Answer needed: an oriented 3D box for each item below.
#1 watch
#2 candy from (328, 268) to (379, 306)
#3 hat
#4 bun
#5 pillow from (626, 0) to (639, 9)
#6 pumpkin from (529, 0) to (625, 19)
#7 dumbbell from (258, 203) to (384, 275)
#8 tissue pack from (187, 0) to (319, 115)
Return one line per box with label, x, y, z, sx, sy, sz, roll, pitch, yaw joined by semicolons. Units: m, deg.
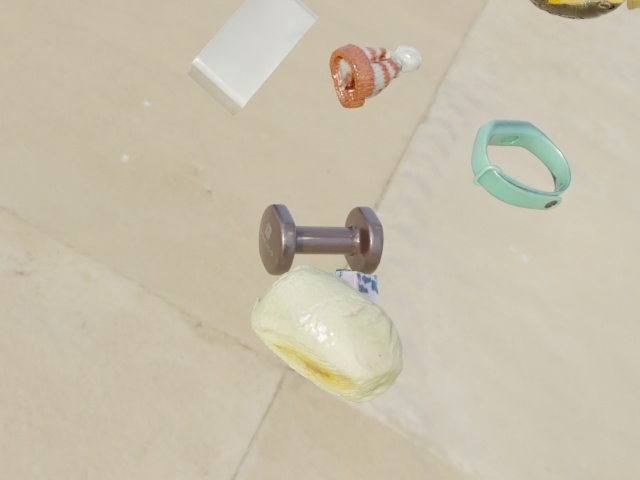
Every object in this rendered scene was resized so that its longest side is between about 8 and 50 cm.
watch;0.403;-0.155;1.949;0.237;0.068;0.195;1;61;-34
candy;0.018;0.099;1.616;0.160;0.092;0.073;-5;-11;35
hat;0.105;-0.305;1.698;0.162;0.112;0.093;-20;10;-29
bun;0.012;0.131;1.438;0.244;0.244;0.153;34;67;11
pillow;0.674;-0.513;1.612;0.119;0.312;0.310;-15;32;-36
pumpkin;0.360;-0.391;1.421;0.183;0.107;0.119;31;52;-9
dumbbell;0.000;0.000;1.834;0.225;0.124;0.140;0;35;-23
tissue pack;-0.142;-0.400;1.961;0.136;0.246;0.159;41;-7;-10
